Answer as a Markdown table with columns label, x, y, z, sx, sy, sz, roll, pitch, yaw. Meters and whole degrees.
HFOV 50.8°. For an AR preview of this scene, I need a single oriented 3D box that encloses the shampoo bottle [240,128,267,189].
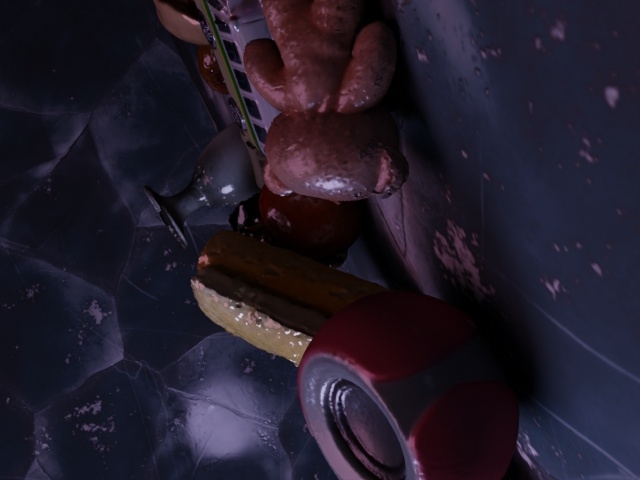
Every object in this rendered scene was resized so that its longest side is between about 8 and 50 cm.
| label | x | y | z | sx | sy | sz | roll | pitch | yaw |
| --- | --- | --- | --- | --- | --- | --- | --- | --- | --- |
| shampoo bottle | -0.092 | -0.174 | 1.421 | 0.234 | 0.118 | 0.087 | 79 | 165 | -59 |

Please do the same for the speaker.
| label | x | y | z | sx | sy | sz | roll | pitch | yaw |
| --- | --- | --- | --- | --- | --- | --- | --- | --- | --- |
| speaker | 0.110 | 0.218 | 0.859 | 0.294 | 0.294 | 0.294 | 62 | 170 | 19 |

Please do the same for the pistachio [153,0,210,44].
| label | x | y | z | sx | sy | sz | roll | pitch | yaw |
| --- | --- | --- | --- | --- | --- | --- | --- | --- | --- |
| pistachio | -0.216 | -0.458 | 1.257 | 0.299 | 0.187 | 0.188 | 46 | 160 | 49 |

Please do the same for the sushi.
| label | x | y | z | sx | sy | sz | roll | pitch | yaw |
| --- | --- | --- | --- | --- | --- | --- | --- | --- | --- |
| sushi | -0.062 | 0.002 | 1.389 | 0.219 | 0.238 | 0.225 | 58 | -174 | 12 |

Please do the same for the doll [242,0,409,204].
| label | x | y | z | sx | sy | sz | roll | pitch | yaw |
| --- | --- | --- | --- | --- | --- | --- | --- | --- | --- |
| doll | 0.017 | -0.196 | 0.782 | 0.201 | 0.156 | 0.304 | 6 | 106 | 33 |

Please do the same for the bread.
| label | x | y | z | sx | sy | sz | roll | pitch | yaw |
| --- | --- | --- | --- | --- | --- | --- | --- | --- | --- |
| bread | -0.026 | 0.128 | 1.153 | 0.375 | 0.165 | 0.236 | 22 | 160 | 9 |

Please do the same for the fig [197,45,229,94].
| label | x | y | z | sx | sy | sz | roll | pitch | yaw |
| --- | --- | --- | --- | --- | --- | --- | --- | --- | --- |
| fig | -0.196 | -0.411 | 1.423 | 0.146 | 0.133 | 0.201 | 104 | 158 | -54 |

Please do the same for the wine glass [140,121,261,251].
| label | x | y | z | sx | sy | sz | roll | pitch | yaw |
| --- | --- | --- | --- | --- | --- | --- | --- | --- | --- |
| wine glass | -0.224 | -0.144 | 1.550 | 0.190 | 0.357 | 0.190 | 48 | 163 | 20 |

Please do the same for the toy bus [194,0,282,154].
| label | x | y | z | sx | sy | sz | roll | pitch | yaw |
| --- | --- | --- | --- | --- | --- | --- | --- | --- | --- |
| toy bus | -0.072 | -0.270 | 0.987 | 0.179 | 0.143 | 0.306 | 48 | 161 | 52 |

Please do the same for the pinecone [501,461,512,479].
| label | x | y | z | sx | sy | sz | roll | pitch | yaw |
| --- | --- | --- | --- | --- | --- | --- | --- | --- | --- |
| pinecone | 0.196 | 0.393 | 1.044 | 0.244 | 0.243 | 0.309 | 138 | 122 | -80 |

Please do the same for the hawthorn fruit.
| label | x | y | z | sx | sy | sz | roll | pitch | yaw |
| --- | --- | --- | --- | --- | --- | --- | --- | --- | --- |
| hawthorn fruit | -0.034 | -0.047 | 1.178 | 0.179 | 0.200 | 0.179 | 161 | 90 | -79 |
